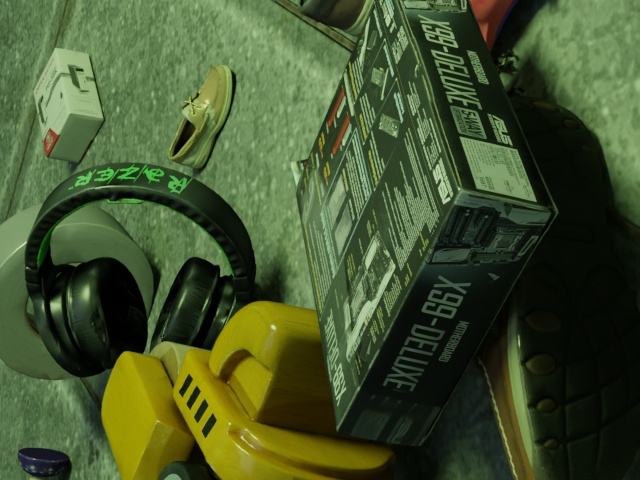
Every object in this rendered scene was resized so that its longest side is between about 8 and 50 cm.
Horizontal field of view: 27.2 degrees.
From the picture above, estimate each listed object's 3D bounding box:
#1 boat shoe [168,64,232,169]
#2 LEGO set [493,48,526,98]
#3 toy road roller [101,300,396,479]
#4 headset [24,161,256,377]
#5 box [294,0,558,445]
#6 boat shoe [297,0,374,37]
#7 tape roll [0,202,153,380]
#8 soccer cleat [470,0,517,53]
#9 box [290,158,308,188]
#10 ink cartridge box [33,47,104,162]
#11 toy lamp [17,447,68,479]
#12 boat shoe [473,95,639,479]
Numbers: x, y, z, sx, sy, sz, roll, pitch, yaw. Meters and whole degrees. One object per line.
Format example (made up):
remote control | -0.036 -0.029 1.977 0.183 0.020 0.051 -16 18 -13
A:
boat shoe | -0.144 -0.148 1.586 0.050 0.045 0.135 46 121 51
LEGO set | 0.162 -0.123 1.141 0.054 0.023 0.083 -8 64 54
toy road roller | -0.048 0.151 1.203 0.241 0.202 0.329 -68 27 14
headset | -0.193 0.105 1.444 0.185 0.243 0.394 -81 -9 -51
box | 0.066 -0.032 1.050 0.307 0.076 0.242 -101 28 -50
boat shoe | 0.033 -0.349 1.315 0.103 0.092 0.285 8 90 57
tape roll | -0.322 0.063 1.653 0.072 0.219 0.219 41 117 51
soccer cleat | 0.130 -0.211 1.171 0.248 0.083 0.095 -57 8 42
box | 0.000 0.000 1.306 0.094 0.027 0.137 82 174 -59
ink cartridge box | -0.369 -0.198 1.931 0.099 0.056 0.135 -53 43 38
toy lamp | -0.409 0.429 1.834 0.080 0.080 0.275 12 94 57
boat shoe | 0.164 0.049 1.021 0.120 0.122 0.324 -42 41 51
